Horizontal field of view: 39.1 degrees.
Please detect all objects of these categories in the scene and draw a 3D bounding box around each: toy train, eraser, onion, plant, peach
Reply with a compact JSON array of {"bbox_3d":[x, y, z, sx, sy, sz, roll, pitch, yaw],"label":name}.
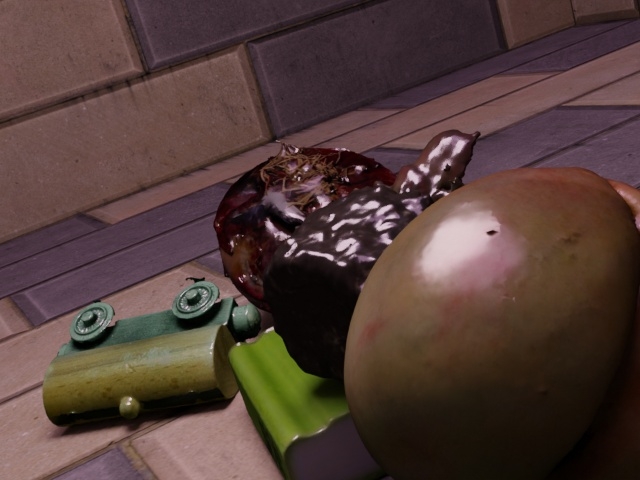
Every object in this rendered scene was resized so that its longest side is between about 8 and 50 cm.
[{"bbox_3d":[-0.223,0.167,1.210,0.307,0.126,0.189,-12,49,16],"label":"toy train"},{"bbox_3d":[0.023,0.158,0.985,0.210,0.092,0.274,-21,18,-14],"label":"eraser"},{"bbox_3d":[0.000,0.000,1.334,0.313,0.232,0.314,-5,40,4],"label":"onion"},{"bbox_3d":[0.065,0.029,0.888,0.178,0.204,0.234,11,40,35],"label":"plant"},{"bbox_3d":[0.166,0.084,0.697,0.292,0.292,0.247,-23,-7,-21],"label":"peach"}]
